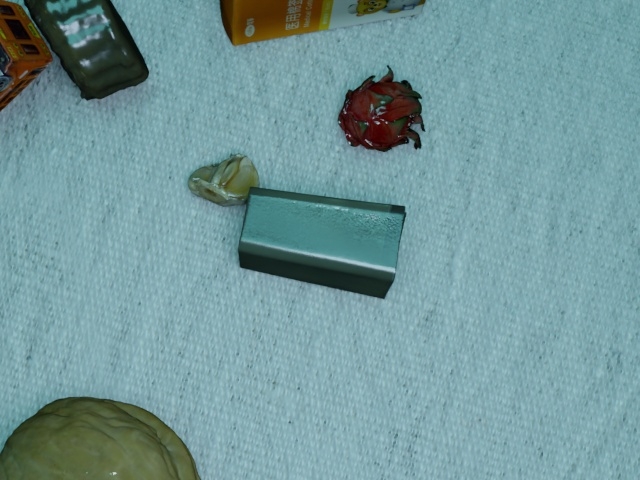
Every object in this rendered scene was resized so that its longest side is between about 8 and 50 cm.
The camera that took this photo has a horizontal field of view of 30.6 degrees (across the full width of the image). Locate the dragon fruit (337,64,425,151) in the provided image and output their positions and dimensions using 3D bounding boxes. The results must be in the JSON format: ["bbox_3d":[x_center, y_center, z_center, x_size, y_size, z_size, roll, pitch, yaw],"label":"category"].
[{"bbox_3d":[0.099,-0.203,1.893,0.142,0.130,0.121,-29,48,-9],"label":"dragon fruit"}]

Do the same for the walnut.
[{"bbox_3d":[-0.301,0.362,1.637,0.313,0.277,0.252,20,40,27],"label":"walnut"}]

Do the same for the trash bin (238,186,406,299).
[{"bbox_3d":[0.000,0.000,1.807,0.241,0.164,0.122,10,76,-1],"label":"trash bin"}]

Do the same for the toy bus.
[{"bbox_3d":[-0.569,-0.224,1.785,0.329,0.153,0.143,-37,82,25],"label":"toy bus"}]

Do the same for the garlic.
[{"bbox_3d":[-0.153,-0.092,1.862,0.113,0.074,0.094,16,48,3],"label":"garlic"}]

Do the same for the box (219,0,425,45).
[{"bbox_3d":[0.003,-0.443,1.879,0.341,0.225,0.143,-12,76,-8],"label":"box"}]

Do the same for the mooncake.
[{"bbox_3d":[-0.370,-0.325,1.826,0.124,0.228,0.228,-29,81,-2],"label":"mooncake"}]
